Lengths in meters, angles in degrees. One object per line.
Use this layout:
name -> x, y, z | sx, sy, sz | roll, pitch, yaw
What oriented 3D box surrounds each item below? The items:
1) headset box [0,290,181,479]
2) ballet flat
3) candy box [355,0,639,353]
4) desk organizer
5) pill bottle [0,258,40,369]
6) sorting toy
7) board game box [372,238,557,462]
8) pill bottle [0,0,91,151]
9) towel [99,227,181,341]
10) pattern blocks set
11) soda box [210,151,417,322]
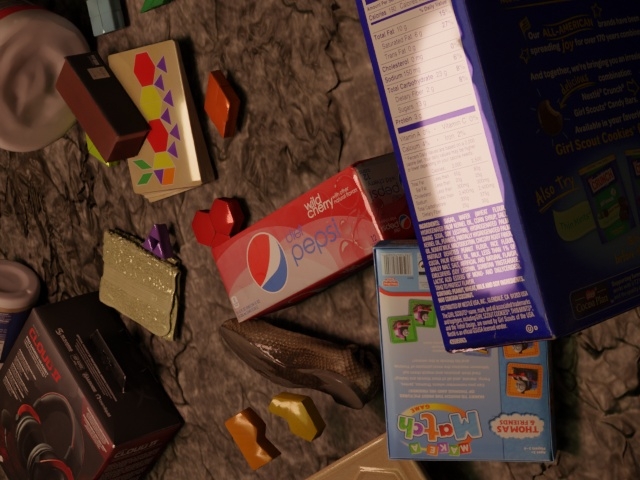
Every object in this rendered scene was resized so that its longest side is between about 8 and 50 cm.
headset box -> -0.313, 0.223, 1.975 | 0.218, 0.110, 0.293 | 56, 136, 20
ballet flat -> -0.021, 0.123, 1.672 | 0.250, 0.058, 0.084 | 14, 147, 50
candy box -> 0.179, -0.097, 1.216 | 0.122, 0.268, 0.317 | -13, 92, 45
desk organizer -> -0.258, -0.157, 1.805 | 0.130, 0.047, 0.050 | 55, 137, 22
pill bottle -> -0.443, 0.117, 2.098 | 0.094, 0.094, 0.169 | 44, 131, 30
sorting toy -> 0.038, 0.284, 1.594 | 0.229, 0.041, 0.307 | -35, 84, 35
board game box -> 0.137, 0.103, 1.441 | 0.160, 0.039, 0.211 | -1, 102, 14
pill bottle -> -0.444, -0.239, 1.925 | 0.318, 0.176, 0.176 | 27, 121, 40
towel -> -0.222, 0.052, 1.885 | 0.148, 0.027, 0.110 | 27, 120, 40
pattern blocks set -> -0.186, -0.137, 1.786 | 0.285, 0.026, 0.324 | 7, 107, 46
soda box -> 0.000, 0.000, 1.583 | 0.263, 0.083, 0.092 | -30, 79, 48
